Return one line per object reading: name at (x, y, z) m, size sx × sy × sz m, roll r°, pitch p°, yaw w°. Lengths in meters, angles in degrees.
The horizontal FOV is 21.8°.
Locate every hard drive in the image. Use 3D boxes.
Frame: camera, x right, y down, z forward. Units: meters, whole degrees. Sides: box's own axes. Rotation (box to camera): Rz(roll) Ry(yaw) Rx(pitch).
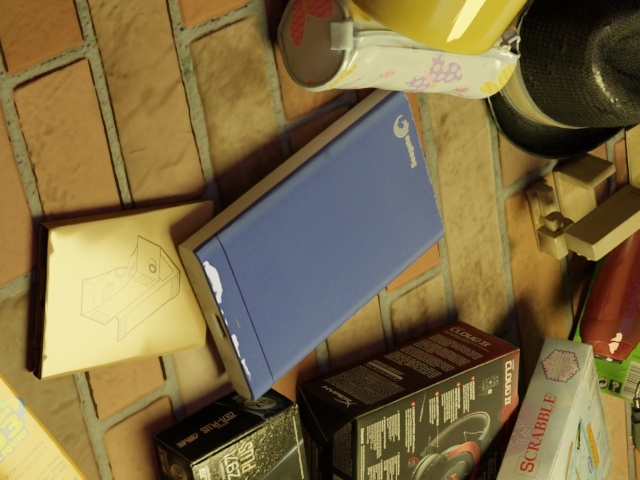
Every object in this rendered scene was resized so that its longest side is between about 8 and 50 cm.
hard drive at (0.000, 0.000, 1.821) m, size 0.319 × 0.040 × 0.210 m, roll -40°, pitch 130°, yaw -28°

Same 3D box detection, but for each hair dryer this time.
hair dryer at (0.439, 0.104, 2.128) m, size 0.223 × 0.080 × 0.293 m, roll -26°, pitch 99°, yaw -12°

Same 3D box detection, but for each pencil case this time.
pencil case at (0.087, -0.209, 1.767) m, size 0.273 × 0.124 × 0.113 m, roll -1°, pitch 110°, yaw -40°

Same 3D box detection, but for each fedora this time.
fedora at (0.350, -0.225, 1.974) m, size 0.334 × 0.152 × 0.334 m, roll -18°, pitch 119°, yaw -35°

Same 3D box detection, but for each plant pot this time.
plant pot at (0.142, -0.323, 1.623) m, size 0.254 × 0.254 × 0.239 m, roll -2°, pitch 126°, yaw -41°

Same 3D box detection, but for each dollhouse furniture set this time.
dollhouse furniture set at (0.340, -0.007, 2.061) m, size 0.144 × 0.151 × 0.123 m, roll -35°, pitch 128°, yaw -24°

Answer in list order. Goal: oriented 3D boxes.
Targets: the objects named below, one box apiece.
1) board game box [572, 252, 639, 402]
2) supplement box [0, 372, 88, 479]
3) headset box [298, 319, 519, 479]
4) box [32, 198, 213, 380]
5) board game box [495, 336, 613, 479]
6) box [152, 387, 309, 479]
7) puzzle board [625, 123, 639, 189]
board game box at (0.414, 0.078, 2.182) m, size 0.039 × 0.124 × 0.259 m, roll -15°, pitch 122°, yaw -66°
supplement box at (-0.316, 0.190, 1.612) m, size 0.078 × 0.080 × 0.233 m, roll -47°, pitch 130°, yaw -19°
headset box at (0.119, 0.240, 1.997) m, size 0.293 × 0.110 × 0.218 m, roll -19°, pitch 120°, yaw -35°
box at (-0.199, 0.047, 1.694) m, size 0.201 × 0.021 × 0.164 m, roll -10°, pitch 114°, yaw -38°
board game box at (0.285, 0.337, 2.093) m, size 0.318 × 0.066 × 0.318 m, roll 69°, pitch 38°, yaw -52°
box at (-0.093, 0.270, 1.844) m, size 0.147 × 0.077 × 0.180 m, roll -26°, pitch 124°, yaw -31°
puzzle board at (0.450, -0.129, 2.204) m, size 0.128 × 0.011 × 0.096 m, roll -30°, pitch 125°, yaw -30°
